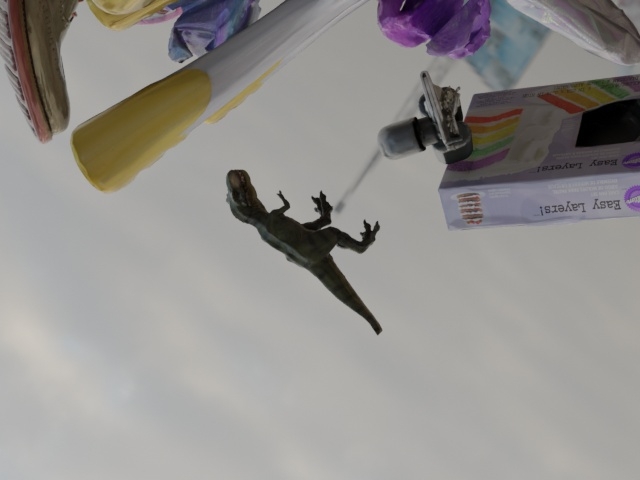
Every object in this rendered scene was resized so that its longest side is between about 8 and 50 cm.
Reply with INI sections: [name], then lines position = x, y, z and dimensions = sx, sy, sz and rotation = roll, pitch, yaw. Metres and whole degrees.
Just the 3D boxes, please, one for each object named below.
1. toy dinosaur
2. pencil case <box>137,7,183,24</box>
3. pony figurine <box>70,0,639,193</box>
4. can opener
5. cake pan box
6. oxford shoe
[toy dinosaur]
position = 0.000, 0.000, 1.584
dimensions = 0.268, 0.064, 0.118
rotation = 41, -128, 10
[pencil case]
position = -0.205, -0.364, 1.077
dimensions = 0.386, 0.160, 0.167
rotation = 57, 177, -35
[pony figurine]
position = 0.048, -0.183, 0.734
dimensions = 0.303, 0.363, 0.351
rotation = 60, -162, -8
[can opener]
position = 0.115, -0.123, 1.360
dimensions = 0.280, 0.093, 0.074
rotation = 0, -106, -78
[cake pan box]
position = 0.292, -0.108, 1.538
dimensions = 0.266, 0.070, 0.246
rotation = -4, -146, 23
[oxford shoe]
position = -0.279, -0.271, 1.355
dimensions = 0.130, 0.348, 0.123
rotation = -12, -152, -21
